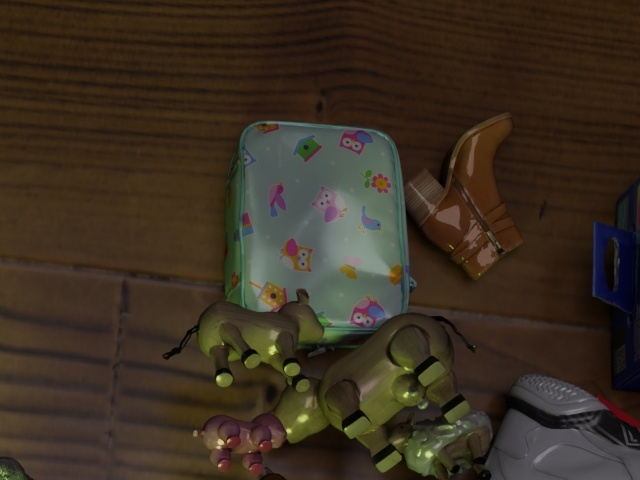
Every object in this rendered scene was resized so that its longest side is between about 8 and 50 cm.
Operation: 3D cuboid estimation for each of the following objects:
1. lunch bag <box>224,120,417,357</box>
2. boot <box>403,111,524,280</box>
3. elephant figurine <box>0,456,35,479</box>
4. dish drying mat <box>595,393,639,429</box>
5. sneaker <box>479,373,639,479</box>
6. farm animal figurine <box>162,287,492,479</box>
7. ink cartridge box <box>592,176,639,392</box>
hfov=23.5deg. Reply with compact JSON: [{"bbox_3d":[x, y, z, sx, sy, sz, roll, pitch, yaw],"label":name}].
[{"bbox_3d":[0.000,0.000,1.854,0.224,0.108,0.279,3,71,-14],"label":"lunch bag"},{"bbox_3d":[0.208,-0.056,1.939,0.197,0.073,0.152,-41,85,-14],"label":"boot"},{"bbox_3d":[-0.268,0.333,1.614,0.186,0.239,0.169,6,70,-9],"label":"elephant figurine"},{"bbox_3d":[0.369,0.225,1.903,0.083,0.008,0.032,34,67,2],"label":"dish drying mat"},{"bbox_3d":[0.335,0.309,1.752,0.366,0.137,0.210,23,73,33],"label":"sneaker"},{"bbox_3d":[0.013,0.168,1.728,0.327,0.330,0.172,-22,34,-7],"label":"farm animal figurine"},{"bbox_3d":[0.515,0.063,1.916,0.395,0.151,0.270,8,70,-7],"label":"ink cartridge box"}]
